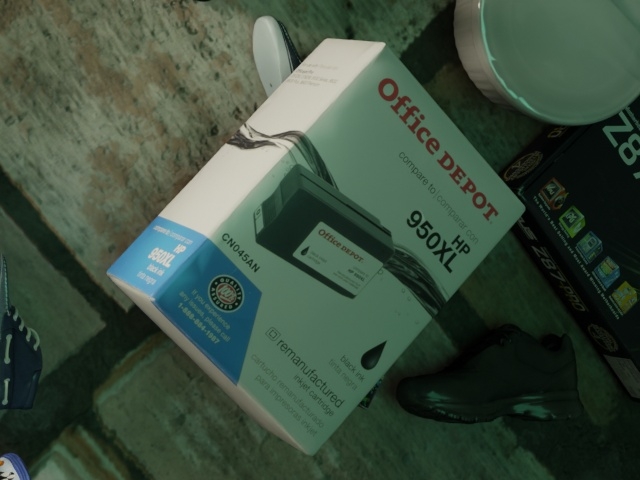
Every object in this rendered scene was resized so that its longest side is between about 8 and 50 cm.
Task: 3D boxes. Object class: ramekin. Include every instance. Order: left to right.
[{"bbox_3d":[0.295,-0.278,1.968,0.272,0.127,0.273,-1,92,-21],"label":"ramekin"}]

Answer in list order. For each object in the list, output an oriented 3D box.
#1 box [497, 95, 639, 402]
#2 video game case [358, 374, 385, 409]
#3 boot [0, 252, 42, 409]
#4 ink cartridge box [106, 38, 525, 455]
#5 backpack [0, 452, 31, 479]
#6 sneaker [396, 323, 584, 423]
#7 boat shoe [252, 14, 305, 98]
[{"bbox_3d":[0.448,-0.020,2.092,0.318,0.097,0.395,-43,110,-19],"label":"box"},{"bbox_3d":[0.025,0.063,1.928,0.210,0.042,0.232,31,82,-24],"label":"video game case"},{"bbox_3d":[-0.357,0.100,1.745,0.086,0.069,0.190,4,101,-33],"label":"boot"},{"bbox_3d":[0.000,0.000,1.787,0.395,0.166,0.285,-48,114,-11],"label":"ink cartridge box"},{"bbox_3d":[-0.355,0.363,1.667,0.213,0.276,0.263,-12,93,-29],"label":"backpack"},{"bbox_3d":[0.218,0.174,2.008,0.286,0.109,0.130,1,88,-35],"label":"sneaker"},{"bbox_3d":[-0.021,-0.194,1.875,0.083,0.065,0.183,-24,110,-24],"label":"boat shoe"}]
